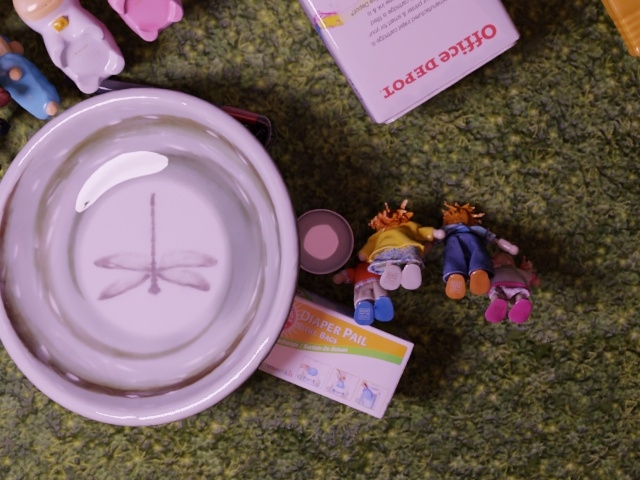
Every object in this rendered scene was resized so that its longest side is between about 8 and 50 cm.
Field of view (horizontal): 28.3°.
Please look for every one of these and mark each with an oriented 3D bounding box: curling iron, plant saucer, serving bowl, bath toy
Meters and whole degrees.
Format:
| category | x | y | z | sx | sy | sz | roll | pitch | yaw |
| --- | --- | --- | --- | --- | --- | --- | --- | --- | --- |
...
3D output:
| category | x | y | z | sx | sy | sz | roll | pitch | yaw |
| --- | --- | --- | --- | --- | --- | --- | --- | --- | --- |
| curling iron | -0.187 | -0.160 | 1.579 | 0.274 | 0.035 | 0.068 | 18 | 95 | -6 |
| plant saucer | -0.208 | 0.020 | 1.534 | 0.401 | 0.100 | 0.400 | -1 | 86 | 14 |
| serving bowl | 0.000 | 0.000 | 1.615 | 0.083 | 0.027 | 0.083 | 0 | 97 | -3 |
| bath toy | -0.239 | -0.298 | 1.516 | 0.348 | 0.129 | 0.151 | -34 | 120 | 2 |

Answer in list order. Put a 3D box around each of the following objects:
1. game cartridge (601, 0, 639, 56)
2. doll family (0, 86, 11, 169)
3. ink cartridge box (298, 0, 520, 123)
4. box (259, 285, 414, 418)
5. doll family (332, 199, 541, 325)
| category | x | y | z | sx | sy | sz | roll | pitch | yaw |
| --- | --- | --- | --- | --- | --- | --- | --- | --- | --- |
| game cartridge | 0.450 | -0.425 | 1.585 | 0.285 | 0.052 | 0.323 | -30 | 97 | 0 |
| doll family | -0.408 | -0.149 | 1.502 | 0.076 | 0.193 | 0.111 | -40 | 82 | -16 |
| ink cartridge box | 0.081 | -0.308 | 1.539 | 0.201 | 0.117 | 0.278 | -32 | 98 | 0 |
| box | -0.001 | 0.128 | 1.588 | 0.203 | 0.114 | 0.103 | 23 | 95 | -5 |
| doll family | 0.147 | 0.013 | 1.566 | 0.263 | 0.163 | 0.118 | 1 | 119 | -1 |
